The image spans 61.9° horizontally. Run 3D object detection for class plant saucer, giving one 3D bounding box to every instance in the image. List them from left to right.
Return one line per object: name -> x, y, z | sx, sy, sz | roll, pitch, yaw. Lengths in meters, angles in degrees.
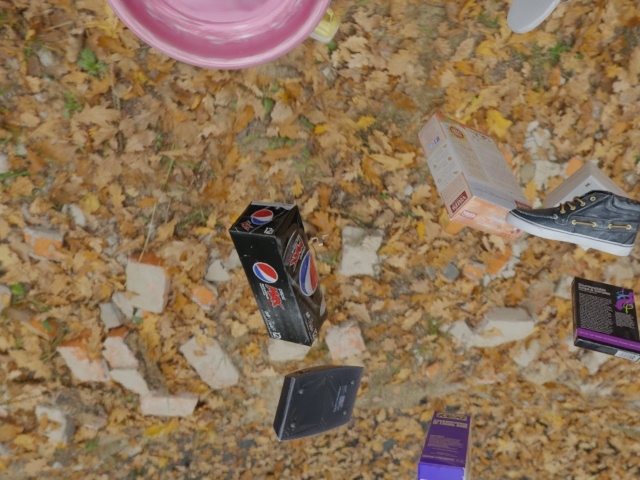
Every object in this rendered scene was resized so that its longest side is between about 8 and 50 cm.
plant saucer -> -0.143, -0.398, 0.747 | 0.333, 0.084, 0.332 | -4, 147, -3

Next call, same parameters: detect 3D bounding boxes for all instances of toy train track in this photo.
toy train track -> 0.000, 0.000, 1.335 | 0.048, 0.083, 0.014 | -15, 109, 3

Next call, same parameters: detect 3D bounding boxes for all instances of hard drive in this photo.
hard drive -> -0.004, 0.383, 1.295 | 0.255, 0.054, 0.171 | 7, 99, -48

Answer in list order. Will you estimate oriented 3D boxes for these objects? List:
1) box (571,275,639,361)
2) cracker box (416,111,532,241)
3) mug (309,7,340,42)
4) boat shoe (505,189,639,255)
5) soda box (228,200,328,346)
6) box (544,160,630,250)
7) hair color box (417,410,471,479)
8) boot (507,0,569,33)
box -> 0.555, 0.149, 1.044 | 0.116, 0.162, 0.029 | 14, 139, 9
cracker box -> 0.280, -0.119, 0.975 | 0.156, 0.232, 0.067 | 16, 133, -27
mug -> -0.003, -0.363, 0.888 | 0.064, 0.078, 0.062 | 31, 114, -7
boat shoe -> 0.382, -0.042, 0.805 | 0.184, 0.065, 0.083 | 15, 111, 16
soda box -> -0.041, 0.040, 0.584 | 0.060, 0.053, 0.168 | 7, 134, 25
box -> 0.459, -0.060, 0.918 | 0.101, 0.087, 0.102 | 42, 123, 0
hair color box -> 0.305, 0.559, 1.288 | 0.110, 0.339, 0.185 | 1, 92, 16
boot -> 0.518, -0.542, 1.155 | 0.123, 0.095, 0.258 | 20, 112, -50
